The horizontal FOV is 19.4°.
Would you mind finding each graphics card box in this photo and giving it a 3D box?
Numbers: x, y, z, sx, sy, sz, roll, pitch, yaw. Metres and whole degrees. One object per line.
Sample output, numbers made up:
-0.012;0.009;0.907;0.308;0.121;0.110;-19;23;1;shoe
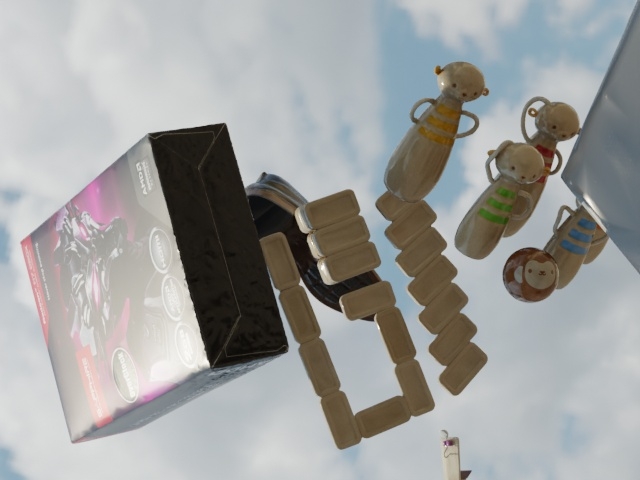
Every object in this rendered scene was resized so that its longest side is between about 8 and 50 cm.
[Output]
-0.175;0.052;1.855;0.094;0.371;0.232;-9;-101;-32;graphics card box

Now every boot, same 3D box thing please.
0.000;0.000;2.145;0.082;0.219;0.106;-47;11;24;boot

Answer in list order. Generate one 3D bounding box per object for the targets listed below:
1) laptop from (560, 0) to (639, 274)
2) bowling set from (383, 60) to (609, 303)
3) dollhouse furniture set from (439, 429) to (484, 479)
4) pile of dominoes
0.381;0.016;1.308;0.236;0.382;0.408;-30;-21;-20;laptop
0.223;-0.039;1.821;0.287;0.200;0.154;17;-65;-26;bowling set
0.181;0.249;2.081;0.091;0.114;0.081;2;-98;-44;dollhouse furniture set
0.055;0.070;1.960;0.196;0.040;0.251;-20;-91;-18;pile of dominoes
